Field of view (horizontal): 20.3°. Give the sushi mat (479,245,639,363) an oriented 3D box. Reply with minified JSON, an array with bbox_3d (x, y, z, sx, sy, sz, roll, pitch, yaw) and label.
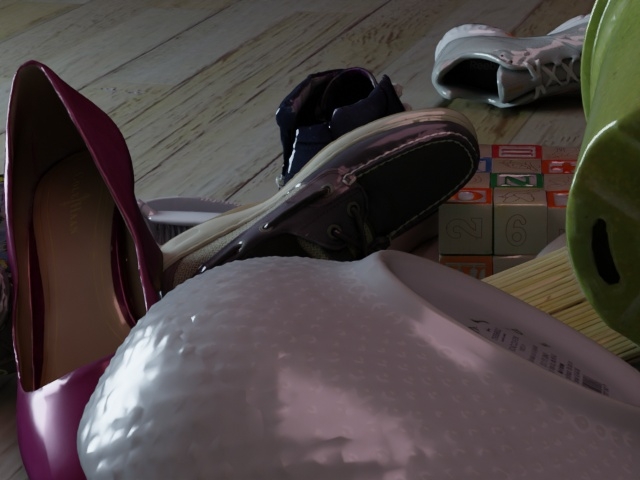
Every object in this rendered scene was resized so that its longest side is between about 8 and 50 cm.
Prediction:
[{"bbox_3d":[0.056,0.085,1.135,0.316,0.019,0.151,-21,29,0],"label":"sushi mat"}]

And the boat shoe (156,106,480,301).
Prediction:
[{"bbox_3d":[0.000,0.000,1.355,0.285,0.103,0.092,-26,39,4],"label":"boat shoe"}]

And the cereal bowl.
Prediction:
[{"bbox_3d":[0.064,0.101,0.846,0.339,0.141,0.339,26,9,-4],"label":"cereal bowl"}]

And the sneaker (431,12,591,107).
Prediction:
[{"bbox_3d":[0.248,-0.186,1.988,0.262,0.099,0.121,-4,25,19],"label":"sneaker"}]

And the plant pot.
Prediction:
[{"bbox_3d":[0.262,-0.050,1.058,0.276,0.276,0.254,5,27,20],"label":"plant pot"}]

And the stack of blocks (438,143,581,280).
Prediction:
[{"bbox_3d":[0.246,-0.015,1.467,0.297,0.087,0.171,0,19,5],"label":"stack of blocks"}]

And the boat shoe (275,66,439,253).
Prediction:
[{"bbox_3d":[0.061,-0.086,1.582,0.127,0.158,0.340,6,20,20],"label":"boat shoe"}]

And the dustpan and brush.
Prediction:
[{"bbox_3d":[-0.136,-0.014,1.541,0.211,0.060,0.147,6,20,20],"label":"dustpan and brush"}]

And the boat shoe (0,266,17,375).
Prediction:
[{"bbox_3d":[-0.333,0.045,1.342,0.305,0.091,0.109,8,63,39],"label":"boat shoe"}]

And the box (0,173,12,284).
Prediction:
[{"bbox_3d":[-0.257,-0.008,1.485,0.137,0.094,0.027,-14,22,-32],"label":"box"}]

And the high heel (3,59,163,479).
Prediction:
[{"bbox_3d":[-0.175,0.025,1.183,0.127,0.181,0.377,-25,26,4],"label":"high heel"}]

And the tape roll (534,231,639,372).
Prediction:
[{"bbox_3d":[0.330,0.068,1.206,0.392,0.072,0.392,-1,22,0],"label":"tape roll"}]
